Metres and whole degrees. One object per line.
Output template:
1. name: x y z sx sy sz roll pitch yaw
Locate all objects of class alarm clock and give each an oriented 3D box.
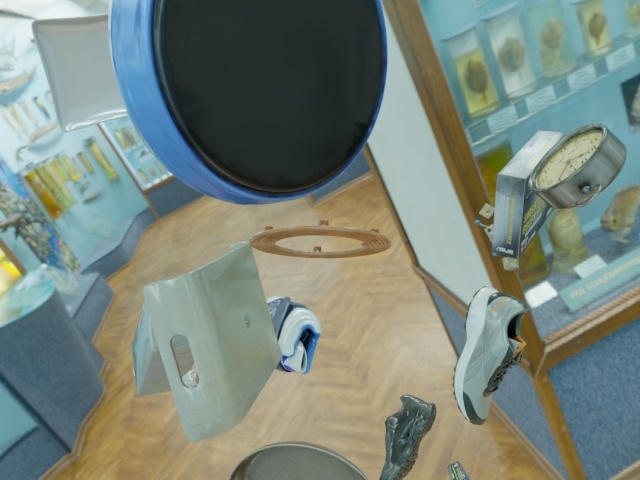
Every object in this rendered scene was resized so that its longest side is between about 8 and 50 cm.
1. alarm clock: 0.374 -0.096 0.709 0.129 0.064 0.192 -45 8 34

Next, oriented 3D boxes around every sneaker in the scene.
1. sneaker: 0.330 0.230 0.947 0.108 0.271 0.100 14 9 42
2. sneaker: -0.137 0.278 1.158 0.323 0.130 0.236 -45 30 -15
3. sneaker: 0.245 0.610 1.509 0.130 0.109 0.286 22 73 32

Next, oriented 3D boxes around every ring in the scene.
1. ring: 0.000 0.000 1.175 0.337 0.032 0.336 0 -12 0

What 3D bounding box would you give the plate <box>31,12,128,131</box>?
1. plate: -0.617 -0.462 1.335 0.045 0.277 0.278 20 36 32

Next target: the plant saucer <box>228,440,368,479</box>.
1. plant saucer: -0.032 0.515 0.985 0.311 0.310 0.050 -21 17 18

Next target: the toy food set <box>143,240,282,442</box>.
1. toy food set: -0.156 0.133 0.770 0.093 0.219 0.306 -13 7 11

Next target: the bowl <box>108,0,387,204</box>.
1. bowl: -0.060 -0.236 0.632 0.391 0.391 0.077 -39 35 -27

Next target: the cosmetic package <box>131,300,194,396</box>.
1. cosmetic package: -0.322 0.217 1.015 0.107 0.127 0.238 -3 -33 -28

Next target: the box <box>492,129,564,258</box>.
1. box: 0.428 -0.099 1.009 0.056 0.183 0.231 18 41 35

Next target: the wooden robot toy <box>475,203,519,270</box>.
1. wooden robot toy: 0.445 -0.008 1.187 0.076 0.079 0.173 -34 59 26

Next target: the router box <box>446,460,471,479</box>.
1. router box: 0.377 0.648 1.268 0.038 0.092 0.122 -32 14 7
